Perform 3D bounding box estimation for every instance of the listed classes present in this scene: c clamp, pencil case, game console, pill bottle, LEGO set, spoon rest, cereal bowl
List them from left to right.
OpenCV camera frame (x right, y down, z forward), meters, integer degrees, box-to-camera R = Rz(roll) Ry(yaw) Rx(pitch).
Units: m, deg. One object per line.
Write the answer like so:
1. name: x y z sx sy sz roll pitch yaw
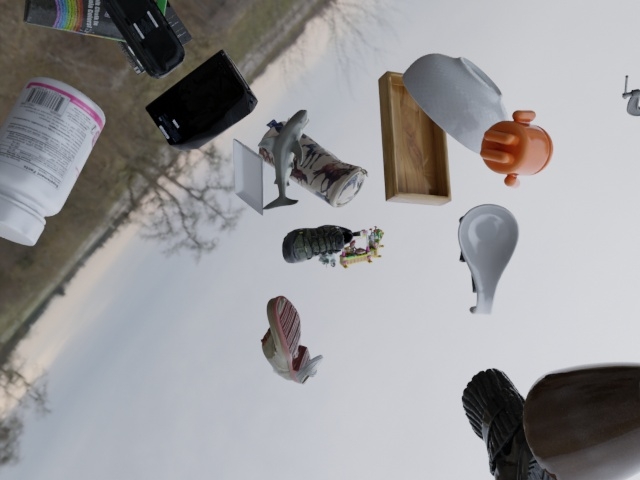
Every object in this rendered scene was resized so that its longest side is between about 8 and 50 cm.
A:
1. pill bottle: -0.531 -0.145 1.373 0.160 0.160 0.283 -19 -134 62
2. game console: -0.302 -0.370 1.501 0.213 0.361 0.044 -29 -171 23
3. pencil case: -0.028 -0.270 2.575 0.183 0.410 0.160 -57 154 5
4. LEGO set: 0.127 -0.002 2.292 0.287 0.107 0.132 -23 -151 -39
5. cereal bowl: 0.392 -0.394 2.016 0.141 0.339 0.339 -46 -165 27
6. spoon rest: 0.381 0.051 1.692 0.084 0.137 0.276 -74 163 -71
7. c clamp: 0.737 -0.318 1.615 0.161 0.137 0.022 -7 -122 6

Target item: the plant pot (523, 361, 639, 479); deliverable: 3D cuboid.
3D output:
1. plant pot: 0.483 0.283 1.197 0.215 0.215 0.230 -59 -178 -30

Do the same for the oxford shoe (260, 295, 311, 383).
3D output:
1. oxford shoe: -0.124 0.293 2.141 0.130 0.348 0.123 5 -139 20

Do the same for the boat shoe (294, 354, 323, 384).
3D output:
1. boat shoe: -0.022 0.314 1.786 0.100 0.035 0.035 -45 154 27

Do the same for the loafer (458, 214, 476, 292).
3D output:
1. loafer: 0.420 0.037 2.053 0.078 0.223 0.076 -18 165 8

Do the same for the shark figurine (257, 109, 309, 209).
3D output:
1. shark figurine: -0.116 -0.221 1.998 0.166 0.116 0.278 -156 -103 -69

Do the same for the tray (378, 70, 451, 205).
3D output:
1. tray: 0.296 -0.321 2.341 0.076 0.203 0.411 151 -60 -64

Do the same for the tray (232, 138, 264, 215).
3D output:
1. tray: -0.229 -0.211 2.453 0.030 0.145 0.270 -37 153 -28

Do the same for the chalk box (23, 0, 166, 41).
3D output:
1. chalk box: -0.492 -0.554 1.656 0.179 0.289 0.180 -116 -143 -66

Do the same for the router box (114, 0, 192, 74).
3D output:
1. router box: -0.449 -0.545 1.964 0.179 0.133 0.046 -41 -158 -23

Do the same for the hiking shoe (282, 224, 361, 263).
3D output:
1. hiking shoe: 0.000 0.000 1.861 0.114 0.086 0.227 -7 -169 42

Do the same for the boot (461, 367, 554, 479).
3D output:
1. boot: 0.371 0.454 1.456 0.260 0.131 0.348 -137 -128 -64

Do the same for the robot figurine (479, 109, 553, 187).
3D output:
1. robot figurine: 0.463 -0.213 1.738 0.219 0.158 0.128 -3 159 -46
